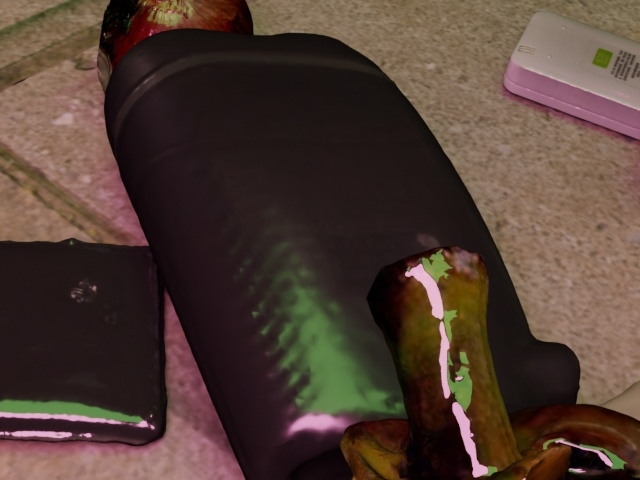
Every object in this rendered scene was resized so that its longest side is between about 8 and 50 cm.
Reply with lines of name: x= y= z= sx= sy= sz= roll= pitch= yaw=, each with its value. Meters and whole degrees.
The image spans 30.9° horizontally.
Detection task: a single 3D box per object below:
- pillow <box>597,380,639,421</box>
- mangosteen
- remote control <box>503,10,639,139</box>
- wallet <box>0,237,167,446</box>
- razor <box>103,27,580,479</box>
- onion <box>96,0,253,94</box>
pillow: x=0.231 y=0.127 z=0.602 sx=0.250 sy=0.106 sz=0.186 roll=-25 pitch=66 yaw=-32
mangosteen: x=0.067 y=0.149 z=0.432 sx=0.231 sy=0.231 sz=0.289 roll=-22 pitch=83 yaw=-32
remote control: x=0.276 y=-0.114 z=0.929 sx=0.250 sy=0.034 sz=0.103 roll=22 pitch=43 yaw=9
wallet: x=-0.227 y=0.051 z=0.642 sx=0.285 sy=0.030 sz=0.146 roll=3 pitch=46 yaw=-12
razor: x=0.000 y=-0.002 z=0.688 sx=0.204 sy=0.113 sz=0.349 roll=-5 pitch=45 yaw=-25
onion: x=-0.102 y=-0.146 z=0.831 sx=0.118 sy=0.118 sz=0.117 roll=5 pitch=76 yaw=-8
